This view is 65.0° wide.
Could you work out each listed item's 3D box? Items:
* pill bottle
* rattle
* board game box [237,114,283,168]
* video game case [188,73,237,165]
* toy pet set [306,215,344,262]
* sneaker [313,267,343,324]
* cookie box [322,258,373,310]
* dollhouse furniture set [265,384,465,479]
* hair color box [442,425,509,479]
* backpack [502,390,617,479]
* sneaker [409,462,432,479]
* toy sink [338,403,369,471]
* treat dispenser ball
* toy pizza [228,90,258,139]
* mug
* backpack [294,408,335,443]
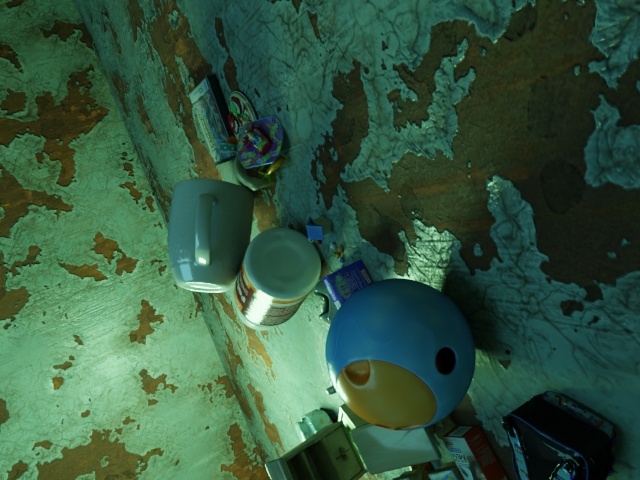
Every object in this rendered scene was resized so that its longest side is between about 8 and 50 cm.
[{"bbox_3d":[-0.152,0.139,1.576,0.224,0.224,0.392,59,153,15],"label":"pill bottle"},{"bbox_3d":[-0.203,-0.253,1.437,0.200,0.130,0.143,58,164,10],"label":"rattle"},{"bbox_3d":[-0.178,-0.273,1.378,0.168,0.033,0.133,-5,82,35],"label":"board game box"},{"bbox_3d":[-0.366,-0.407,1.739,0.248,0.035,0.275,3,114,62],"label":"video game case"},{"bbox_3d":[0.000,0.000,1.347,0.122,0.065,0.114,38,143,45],"label":"toy pet set"},{"bbox_3d":[0.061,0.214,1.349,0.263,0.121,0.099,65,156,3],"label":"sneaker"},{"bbox_3d":[0.073,0.112,1.252,0.092,0.107,0.040,63,156,7],"label":"cookie box"},{"bbox_3d":[0.097,0.530,1.226,0.394,0.256,0.362,-35,76,38],"label":"dollhouse furniture set"},{"bbox_3d":[0.351,0.502,1.116,0.167,0.053,0.093,61,154,8],"label":"hair color box"},{"bbox_3d":[0.397,0.365,0.831,0.158,0.116,0.174,21,130,56],"label":"backpack"},{"bbox_3d":[0.288,0.662,1.370,0.175,0.064,0.067,63,165,12],"label":"sneaker"},{"bbox_3d":[0.138,0.587,1.511,0.153,0.131,0.234,47,149,36],"label":"toy sink"},{"bbox_3d":[0.152,0.218,0.980,0.288,0.288,0.288,44,147,38],"label":"treat dispenser ball"},{"bbox_3d":[-0.241,-0.356,1.544,0.201,0.032,0.201,44,147,39],"label":"toy pizza"},{"bbox_3d":[-0.364,-0.016,1.629,0.374,0.276,0.328,118,156,-73],"label":"mug"},{"bbox_3d":[-0.008,0.739,1.920,0.166,0.144,0.188,68,152,9],"label":"backpack"}]
